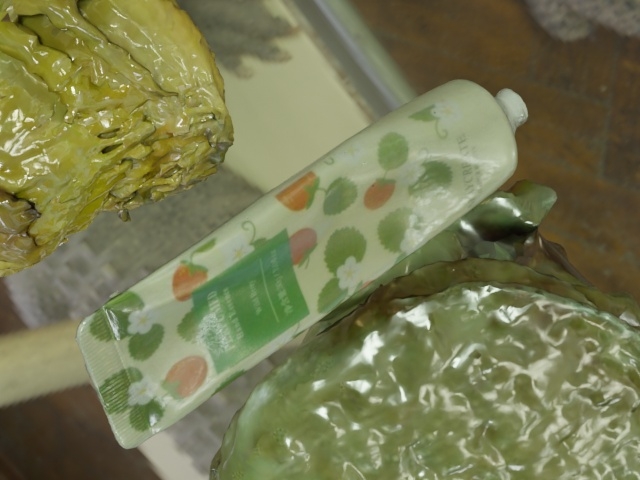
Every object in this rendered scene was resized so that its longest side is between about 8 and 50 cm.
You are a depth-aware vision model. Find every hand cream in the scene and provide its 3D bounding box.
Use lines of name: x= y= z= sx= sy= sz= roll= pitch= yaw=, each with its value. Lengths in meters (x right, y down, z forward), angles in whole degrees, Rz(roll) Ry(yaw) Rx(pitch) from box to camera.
hand cream: x=0.000 y=0.000 z=0.460 sx=0.037 sy=0.165 sz=0.057 roll=35 pitch=151 yaw=39

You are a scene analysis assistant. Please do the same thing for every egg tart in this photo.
egg tart: x=-0.190 y=-0.064 z=0.694 sx=0.294 sy=0.123 sz=0.294 roll=16 pitch=156 yaw=7

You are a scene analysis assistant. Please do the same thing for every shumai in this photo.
shumai: x=0.090 y=0.095 z=1.005 sx=0.330 sy=0.288 sz=0.292 roll=30 pitch=102 yaw=-20
